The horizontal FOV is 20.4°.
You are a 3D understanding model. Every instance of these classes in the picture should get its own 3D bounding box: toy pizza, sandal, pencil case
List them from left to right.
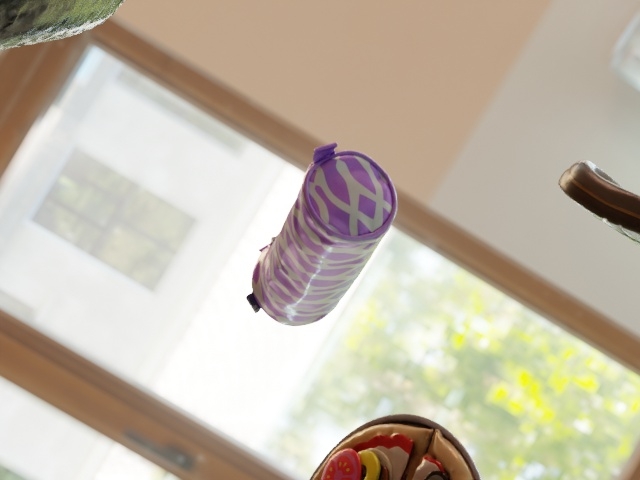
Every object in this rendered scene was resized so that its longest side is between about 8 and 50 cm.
[{"bbox_3d":[0.000,0.000,1.503,0.086,0.088,0.206,-16,162,-24],"label":"pencil case"},{"bbox_3d":[0.036,0.217,1.232,0.201,0.032,0.201,-22,-122,41],"label":"toy pizza"},{"bbox_3d":[0.233,0.001,1.019,0.219,0.090,0.060,37,-87,40],"label":"sandal"}]

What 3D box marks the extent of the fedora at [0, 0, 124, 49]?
[{"bbox_3d":[-0.232,-0.121,0.617,0.334,0.334,0.152,-123,-158,-81],"label":"fedora"}]
